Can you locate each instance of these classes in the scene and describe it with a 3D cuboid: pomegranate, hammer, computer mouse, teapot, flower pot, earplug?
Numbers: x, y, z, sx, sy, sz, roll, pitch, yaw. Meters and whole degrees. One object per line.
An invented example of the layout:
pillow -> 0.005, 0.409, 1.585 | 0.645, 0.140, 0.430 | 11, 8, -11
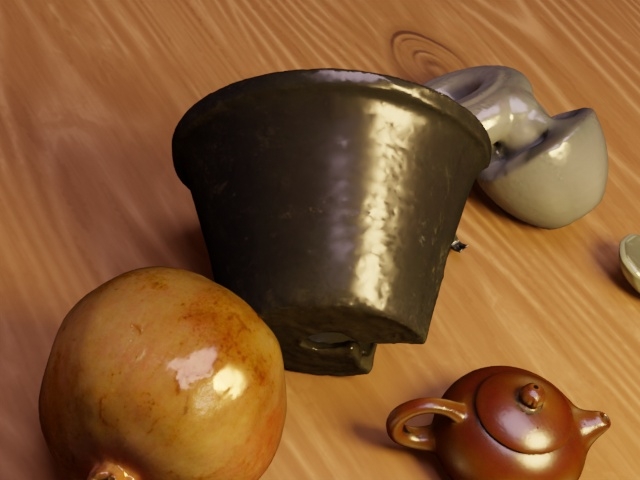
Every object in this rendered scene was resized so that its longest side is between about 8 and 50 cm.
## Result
pomegranate -> -0.164, 0.166, 1.326 | 0.252, 0.229, 0.270 | 26, 50, 9
hammer -> 0.161, -0.042, 1.680 | 0.017, 0.182, 0.062 | -34, 60, -11
computer mouse -> 0.473, 0.052, 1.773 | 0.181, 0.056, 0.089 | 18, 48, -10
teapot -> 0.199, 0.205, 1.476 | 0.252, 0.135, 0.178 | 7, 41, -13
flower pot -> 0.000, 0.000, 1.497 | 0.379, 0.379, 0.251 | 8, 66, -11
earplug -> 0.243, -0.136, 1.818 | 0.325, 0.175, 0.214 | 28, 48, 23
